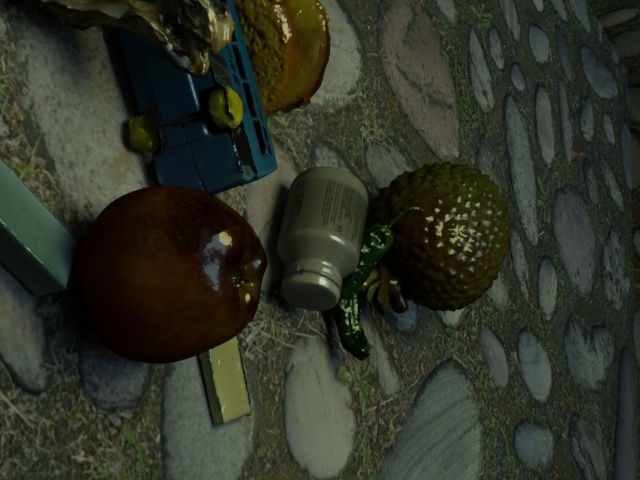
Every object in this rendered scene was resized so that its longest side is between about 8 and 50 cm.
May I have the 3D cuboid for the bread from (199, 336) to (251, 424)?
[{"bbox_3d":[-0.139,0.183,1.315,0.068,0.028,0.154,-11,88,-56],"label":"bread"}]

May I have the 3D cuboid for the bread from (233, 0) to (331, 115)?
[{"bbox_3d":[-0.070,-0.313,1.438,0.160,0.147,0.261,-34,129,-55],"label":"bread"}]

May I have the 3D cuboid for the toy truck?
[{"bbox_3d":[-0.189,-0.253,1.298,0.162,0.161,0.385,-22,97,-68],"label":"toy truck"}]

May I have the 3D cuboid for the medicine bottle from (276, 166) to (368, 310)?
[{"bbox_3d":[0.000,0.000,1.488,0.135,0.135,0.215,42,46,-40],"label":"medicine bottle"}]

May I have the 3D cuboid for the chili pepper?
[{"bbox_3d":[0.072,0.056,1.556,0.065,0.122,0.279,37,72,-73],"label":"chili pepper"}]

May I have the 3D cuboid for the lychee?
[{"bbox_3d":[0.207,0.004,1.687,0.270,0.270,0.320,28,96,-48],"label":"lychee"}]

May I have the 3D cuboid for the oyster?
[{"bbox_3d":[-0.254,-0.342,1.152,0.198,0.337,0.133,-60,176,-4],"label":"oyster"}]

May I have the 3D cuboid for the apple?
[{"bbox_3d":[-0.179,0.041,1.134,0.230,0.230,0.230,25,58,-49],"label":"apple"}]

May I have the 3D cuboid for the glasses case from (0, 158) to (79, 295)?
[{"bbox_3d":[-0.384,-0.053,1.035,0.266,0.056,0.105,53,16,-30],"label":"glasses case"}]
